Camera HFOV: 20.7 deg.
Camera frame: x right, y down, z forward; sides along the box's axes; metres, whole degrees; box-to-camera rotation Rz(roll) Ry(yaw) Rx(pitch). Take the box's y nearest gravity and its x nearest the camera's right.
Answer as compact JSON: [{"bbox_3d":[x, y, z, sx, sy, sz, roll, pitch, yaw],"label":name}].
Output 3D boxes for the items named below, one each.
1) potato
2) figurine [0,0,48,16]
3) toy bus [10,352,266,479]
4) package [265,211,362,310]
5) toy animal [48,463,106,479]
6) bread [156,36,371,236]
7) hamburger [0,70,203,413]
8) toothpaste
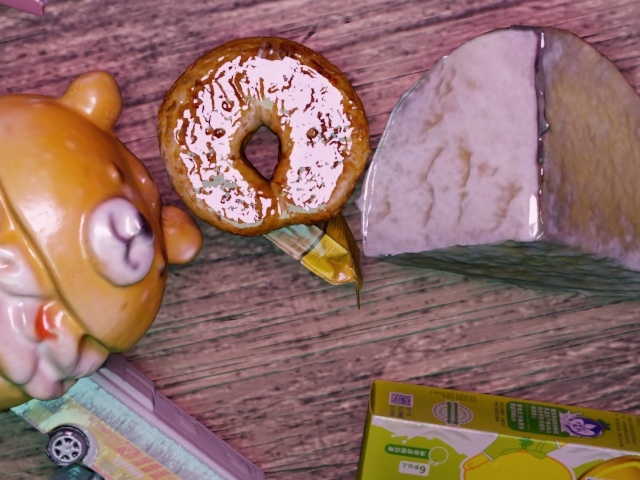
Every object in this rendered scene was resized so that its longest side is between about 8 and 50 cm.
[{"bbox_3d":[0.197,-0.061,1.577,0.264,0.189,0.211,16,162,-40],"label":"potato"},{"bbox_3d":[-0.310,-0.285,1.494,0.260,0.103,0.205,16,118,-15],"label":"figurine"},{"bbox_3d":[-0.177,0.201,1.727,0.268,0.092,0.106,39,103,-14],"label":"toy bus"},{"bbox_3d":[0.000,0.000,1.627,0.131,0.071,0.047,38,109,-12],"label":"package"},{"bbox_3d":[-0.230,0.246,1.783,0.084,0.028,0.050,27,123,-10],"label":"toy animal"},{"bbox_3d":[-0.051,-0.093,1.559,0.193,0.064,0.193,0,86,1],"label":"bread"},{"bbox_3d":[-0.241,-0.004,1.542,0.237,0.276,0.276,-26,112,3],"label":"hamburger"},{"bbox_3d":[0.197,0.219,1.716,0.328,0.077,0.110,8,114,0],"label":"toothpaste"}]
